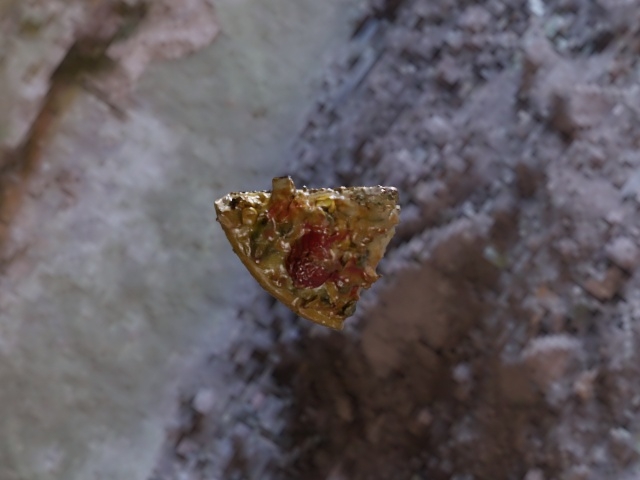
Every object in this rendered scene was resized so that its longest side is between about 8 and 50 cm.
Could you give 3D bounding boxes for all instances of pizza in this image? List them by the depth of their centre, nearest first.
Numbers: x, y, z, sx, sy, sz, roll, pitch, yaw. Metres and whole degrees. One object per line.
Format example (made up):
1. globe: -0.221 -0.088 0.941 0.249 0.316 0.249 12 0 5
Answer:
1. pizza: 0.000 0.001 0.763 0.078 0.083 0.025 -35 21 29
